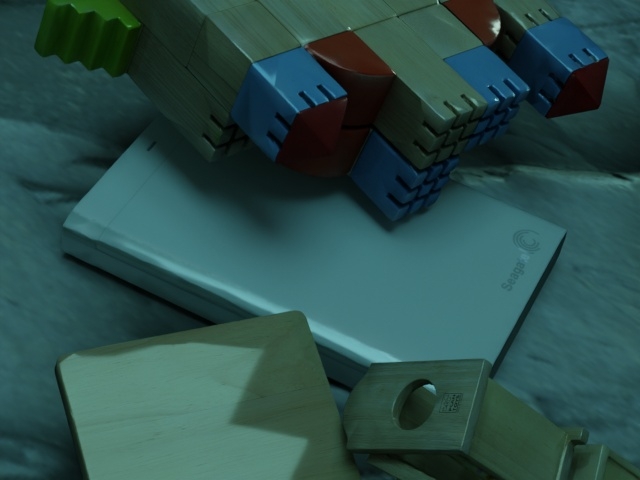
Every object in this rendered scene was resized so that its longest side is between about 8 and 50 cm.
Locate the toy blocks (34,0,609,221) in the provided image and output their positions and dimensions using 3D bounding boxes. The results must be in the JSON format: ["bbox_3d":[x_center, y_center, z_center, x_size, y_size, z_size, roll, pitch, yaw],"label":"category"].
[{"bbox_3d":[0.030,-0.135,1.162,0.381,0.190,0.261,-23,61,-41],"label":"toy blocks"}]

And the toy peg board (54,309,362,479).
[{"bbox_3d":[-0.069,0.143,0.986,0.161,0.079,0.160,-10,65,-21],"label":"toy peg board"}]

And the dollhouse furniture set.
[{"bbox_3d":[0.095,0.183,0.978,0.182,0.101,0.161,36,61,-37],"label":"dollhouse furniture set"}]

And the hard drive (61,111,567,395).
[{"bbox_3d":[0.000,0.000,1.152,0.308,0.040,0.203,24,46,12],"label":"hard drive"}]
